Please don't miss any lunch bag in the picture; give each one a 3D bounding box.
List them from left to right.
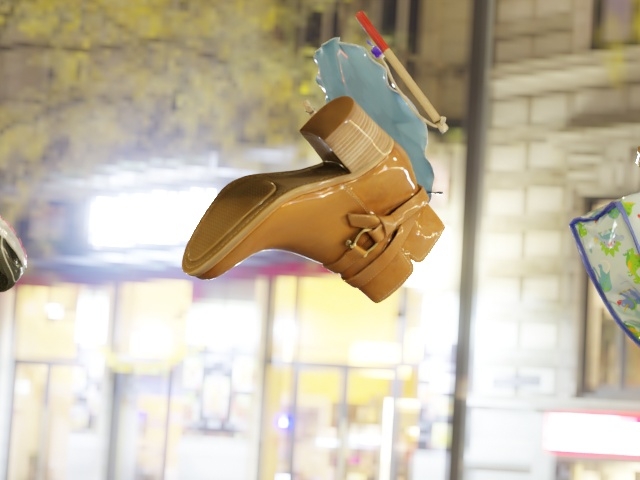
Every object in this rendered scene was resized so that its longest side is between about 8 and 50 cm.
[{"bbox_3d":[0.329,0.024,1.689,0.129,0.151,0.096,-18,-5,-34],"label":"lunch bag"}]

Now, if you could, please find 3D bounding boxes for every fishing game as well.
[{"bbox_3d":[0.060,-0.115,1.711,0.041,0.189,0.264,-32,-10,-19],"label":"fishing game"}]

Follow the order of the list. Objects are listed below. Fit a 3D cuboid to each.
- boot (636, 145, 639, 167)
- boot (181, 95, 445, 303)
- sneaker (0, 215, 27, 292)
[{"bbox_3d":[0.444,-0.190,1.770,0.236,0.269,0.089,1,20,-8],"label":"boot"},{"bbox_3d":[0.000,0.000,1.414,0.152,0.197,0.073,51,-3,-31],"label":"boot"},{"bbox_3d":[-0.325,-0.007,1.429,0.178,0.077,0.072,35,-41,-15],"label":"sneaker"}]
